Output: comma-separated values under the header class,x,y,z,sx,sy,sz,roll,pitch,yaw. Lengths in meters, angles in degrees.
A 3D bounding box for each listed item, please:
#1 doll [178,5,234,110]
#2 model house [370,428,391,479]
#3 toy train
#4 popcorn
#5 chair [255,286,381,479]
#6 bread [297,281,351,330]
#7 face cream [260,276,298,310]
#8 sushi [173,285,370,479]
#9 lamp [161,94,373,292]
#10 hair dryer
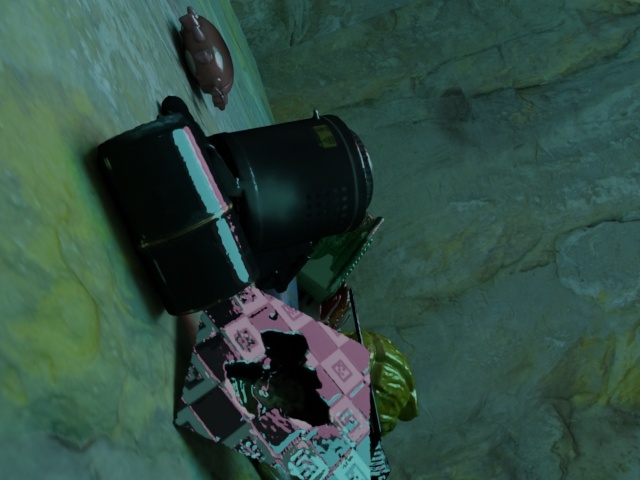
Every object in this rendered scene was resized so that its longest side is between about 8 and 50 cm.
class,x,y,z,sx,sy,sz,roll,pitch,yaw
doll,-0.232,-0.372,1.409,0.211,0.093,0.262,72,0,-60
model house,0.058,0.422,1.352,0.164,0.141,0.203,51,14,-44
toy train,0.000,0.000,1.605,0.202,0.266,0.145,37,-21,-1
popcorn,0.083,0.334,1.584,0.225,0.276,0.276,25,32,-34
chair,-0.015,0.211,0.897,0.247,0.158,0.172,-104,-168,-46
bread,-0.003,0.153,1.669,0.073,0.160,0.160,79,-6,-60
face cream,-0.086,0.072,1.358,0.135,0.086,0.385,66,10,-54
sushi,-0.049,0.166,0.754,0.231,0.047,0.220,30,35,-20
lamp,-0.051,-0.102,1.112,0.205,0.272,0.374,53,-12,44
hair dryer,-0.163,-0.054,0.801,0.352,0.107,0.189,-129,-163,-75
